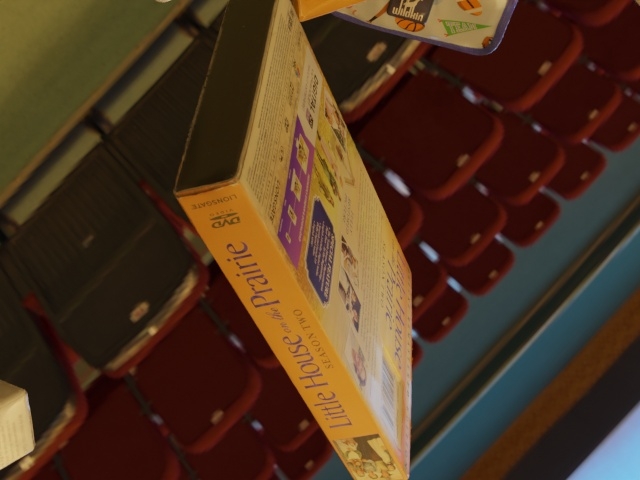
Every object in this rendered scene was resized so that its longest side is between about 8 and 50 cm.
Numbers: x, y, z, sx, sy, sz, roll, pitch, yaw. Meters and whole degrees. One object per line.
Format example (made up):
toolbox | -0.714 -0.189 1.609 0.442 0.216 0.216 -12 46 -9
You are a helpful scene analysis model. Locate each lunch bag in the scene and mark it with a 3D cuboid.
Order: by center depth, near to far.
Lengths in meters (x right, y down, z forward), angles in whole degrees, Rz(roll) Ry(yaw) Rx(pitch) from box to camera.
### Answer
lunch bag | 0.172 -0.455 1.617 0.385 0.327 0.239 -62 169 -81

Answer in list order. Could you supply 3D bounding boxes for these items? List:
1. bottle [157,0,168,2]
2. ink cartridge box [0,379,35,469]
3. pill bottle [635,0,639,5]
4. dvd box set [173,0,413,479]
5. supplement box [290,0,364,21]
bottle | -0.294 -0.410 1.326 0.283 0.092 0.118 16 89 -62
ink cartridge box | -0.307 0.112 0.502 0.224 0.223 0.045 -25 119 -48
pill bottle | 0.599 -0.463 1.257 0.229 0.229 0.407 -29 176 -31
dvd box set | 0.000 0.000 0.954 0.062 0.308 0.420 -13 132 18
supplement box | 0.013 -0.423 1.284 0.191 0.194 0.129 -21 143 -14
